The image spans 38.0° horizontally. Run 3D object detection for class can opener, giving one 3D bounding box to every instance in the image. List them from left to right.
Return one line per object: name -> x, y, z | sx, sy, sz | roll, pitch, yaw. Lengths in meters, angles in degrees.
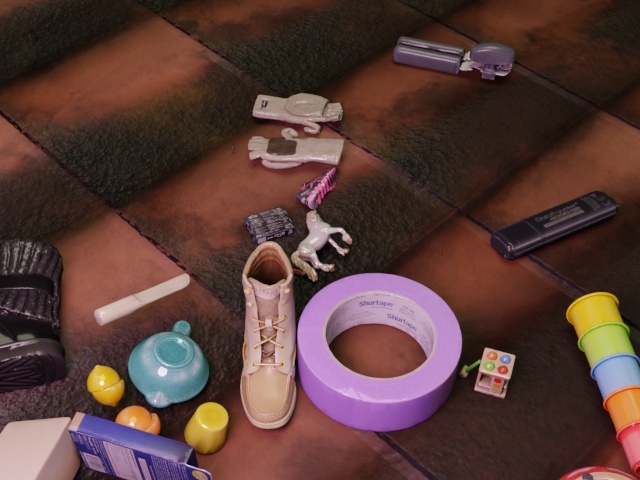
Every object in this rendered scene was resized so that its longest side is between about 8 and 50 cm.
can opener -> 0.315, -0.447, 2.191 | 0.284, 0.095, 0.076 | 13, 46, 10

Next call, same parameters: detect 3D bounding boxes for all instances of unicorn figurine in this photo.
unicorn figurine -> 0.000, 0.000, 1.772 | 0.111, 0.060, 0.162 | 31, 44, 13

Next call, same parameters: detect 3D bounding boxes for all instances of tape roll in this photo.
tape roll -> 0.098, 0.185, 1.581 | 0.275, 0.090, 0.274 | 1, 45, -1

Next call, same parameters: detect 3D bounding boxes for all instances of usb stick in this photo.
usb stick -> 0.461, -0.032, 1.832 | 0.278, 0.045, 0.077 | -21, 43, -20

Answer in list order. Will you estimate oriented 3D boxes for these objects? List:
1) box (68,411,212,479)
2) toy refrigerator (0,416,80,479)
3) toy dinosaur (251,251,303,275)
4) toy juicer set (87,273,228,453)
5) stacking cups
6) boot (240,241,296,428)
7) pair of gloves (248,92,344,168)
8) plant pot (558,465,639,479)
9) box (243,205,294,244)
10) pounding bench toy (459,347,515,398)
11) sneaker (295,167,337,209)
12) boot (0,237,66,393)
box -> -0.257, 0.331, 1.394 | 0.225, 0.136, 0.036 | 15, 53, 11
toy refrigerator -> -0.431, 0.360, 1.315 | 0.102, 0.094, 0.269 | -6, 17, 3
toy dinosaur -> -0.087, 0.042, 1.724 | 0.082, 0.090, 0.047 | 34, 50, -31
toy juicer set -> -0.285, 0.208, 1.532 | 0.209, 0.089, 0.329 | -4, 51, -24
stacking cups -> 0.498, 0.232, 1.541 | 0.096, 0.096, 0.316 | -4, 46, -5
boot -> -0.084, 0.153, 1.523 | 0.095, 0.203, 0.262 | 2, 45, 1
pair of gloves -> -0.051, -0.234, 2.013 | 0.204, 0.042, 0.240 | -1, 44, 2
plant pot -> 0.384, 0.425, 1.302 | 0.191, 0.174, 0.191 | -1, 46, 1
box -> -0.101, -0.030, 1.829 | 0.083, 0.018, 0.067 | -18, 49, -18
pounding bench toy -> 0.279, 0.217, 1.570 | 0.083, 0.065, 0.052 | 14, 47, 12
sneaker -> -0.009, -0.113, 1.899 | 0.057, 0.047, 0.119 | 15, 45, 28
boot -> -0.604, 0.132, 1.574 | 0.348, 0.131, 0.260 | -4, 52, -20
